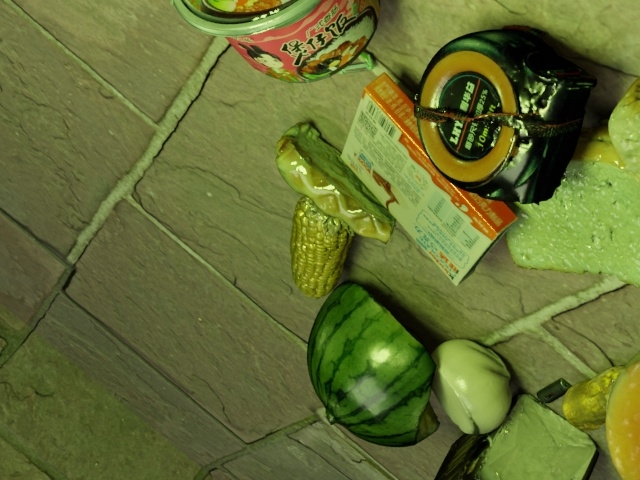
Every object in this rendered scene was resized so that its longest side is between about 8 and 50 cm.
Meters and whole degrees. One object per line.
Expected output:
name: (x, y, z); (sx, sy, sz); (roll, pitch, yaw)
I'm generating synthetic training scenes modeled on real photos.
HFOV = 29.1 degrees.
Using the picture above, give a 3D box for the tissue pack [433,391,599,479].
tissue pack: (0.340, 0.454, 2.298); (0.198, 0.210, 0.370); (31, 151, 0)

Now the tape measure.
tape measure: (0.221, -0.155, 1.507); (0.223, 0.135, 0.202); (37, 125, 38)

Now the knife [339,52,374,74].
knife: (0.010, -0.298, 1.717); (0.078, 0.022, 0.166); (-6, 132, 45)

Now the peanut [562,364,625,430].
peanut: (0.457, 0.253, 1.973); (0.087, 0.087, 0.206); (39, 155, -2)

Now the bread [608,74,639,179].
bread: (0.427, -0.123, 1.258); (0.196, 0.246, 0.176); (2, 135, 53)

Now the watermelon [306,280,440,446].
watermelon: (0.074, 0.239, 2.202); (0.331, 0.189, 0.330); (46, 160, 23)

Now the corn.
corn: (0.000, 0.000, 2.101); (0.115, 0.115, 0.318); (33, 153, 9)

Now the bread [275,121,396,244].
bread: (0.025, -0.083, 1.916); (0.232, 0.128, 0.088); (39, 121, -1)

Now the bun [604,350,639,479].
bun: (0.561, 0.270, 1.777); (0.299, 0.165, 0.298); (13, 110, 41)

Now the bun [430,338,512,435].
bun: (0.269, 0.246, 2.145); (0.172, 0.120, 0.173); (57, 170, 15)

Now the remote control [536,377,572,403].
remote control: (0.402, 0.262, 2.124); (0.034, 0.016, 0.091); (41, 152, 3)

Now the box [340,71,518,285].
box: (0.146, -0.079, 1.762); (0.273, 0.048, 0.265); (48, 163, 8)

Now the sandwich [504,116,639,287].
sandwich: (0.350, -0.056, 1.616); (0.273, 0.095, 0.249); (11, 139, 43)

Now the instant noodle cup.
instant noodle cup: (-0.035, -0.314, 1.542); (0.302, 0.258, 0.181); (28, 168, 35)
